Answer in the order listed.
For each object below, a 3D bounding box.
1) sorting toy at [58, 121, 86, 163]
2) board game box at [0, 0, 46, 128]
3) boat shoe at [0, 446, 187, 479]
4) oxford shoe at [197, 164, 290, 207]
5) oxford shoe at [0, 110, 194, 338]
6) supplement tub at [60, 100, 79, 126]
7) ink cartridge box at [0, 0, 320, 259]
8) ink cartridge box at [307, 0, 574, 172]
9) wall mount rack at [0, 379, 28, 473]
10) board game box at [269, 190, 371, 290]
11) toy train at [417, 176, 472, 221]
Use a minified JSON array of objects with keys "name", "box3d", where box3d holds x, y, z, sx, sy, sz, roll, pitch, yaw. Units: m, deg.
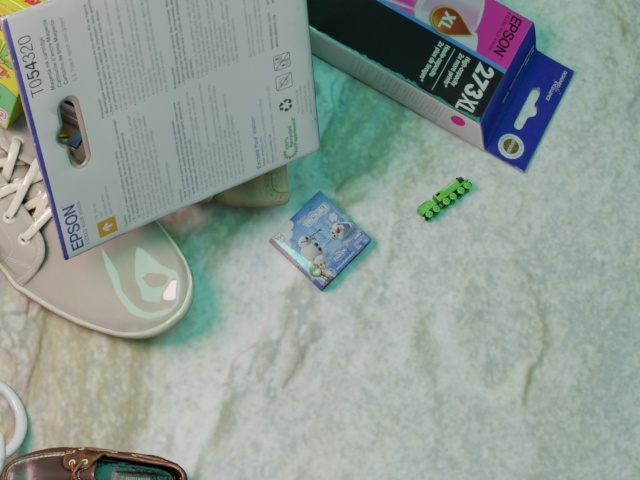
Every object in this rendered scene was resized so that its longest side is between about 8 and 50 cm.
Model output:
[{"name":"sorting toy","box3d":[-0.315,-0.103,1.716,0.062,0.012,0.083,28,68,-2]},{"name":"board game box","box3d":[-0.344,-0.209,1.522,0.092,0.181,0.043,32,48,-2]},{"name":"boat shoe","box3d":[-0.249,0.260,1.573,0.207,0.073,0.073,1,72,-11]},{"name":"oxford shoe","box3d":[-0.084,-0.226,1.755,0.147,0.140,0.396,10,79,-15]},{"name":"oxford shoe","box3d":[-0.333,-0.052,1.625,0.449,0.130,0.169,42,75,4]},{"name":"supplement tub","box3d":[-0.244,-0.254,1.644,0.191,0.272,0.191,4,70,-11]},{"name":"ink cartridge box","box3d":[-0.163,-0.173,1.506,0.330,0.324,0.071,-24,47,-19]},{"name":"ink cartridge box","box3d":[0.146,-0.254,1.847,0.371,0.069,0.175,30,68,-3]},{"name":"wall mount rack","box3d":[-0.459,0.117,1.496,0.350,0.130,0.304,6,57,-34]},{"name":"board game box","box3d":[0.000,0.000,1.746,0.090,0.020,0.090,43,68,6]},{"name":"toy train","box3d":[0.156,-0.053,1.801,0.083,0.017,0.023,-37,72,-21]}]
